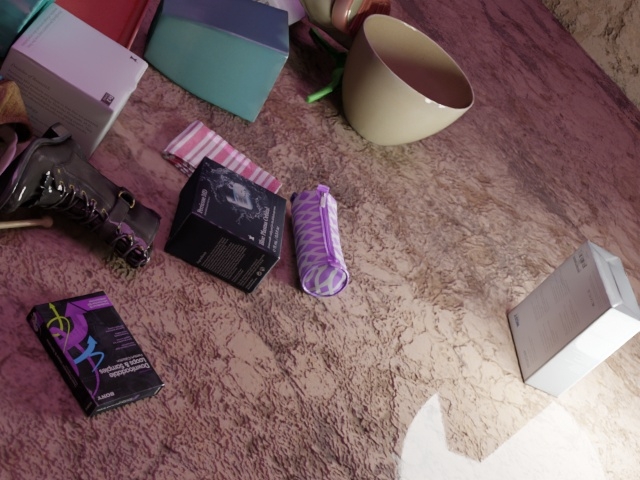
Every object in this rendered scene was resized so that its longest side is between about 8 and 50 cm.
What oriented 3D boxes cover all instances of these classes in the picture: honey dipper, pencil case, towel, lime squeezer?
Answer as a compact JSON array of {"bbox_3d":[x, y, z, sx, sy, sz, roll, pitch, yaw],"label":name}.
[{"bbox_3d":[-0.425,-0.022,1.378,0.161,0.030,0.030,-9,56,-52],"label":"honey dipper"},{"bbox_3d":[0.000,0.000,1.732,0.086,0.088,0.206,19,39,-26],"label":"pencil case"},{"bbox_3d":[-0.165,-0.125,1.768,0.197,0.029,0.144,37,32,-5],"label":"towel"},{"bbox_3d":[0.028,-0.379,2.245,0.110,0.059,0.310,28,35,-20],"label":"lime squeezer"}]

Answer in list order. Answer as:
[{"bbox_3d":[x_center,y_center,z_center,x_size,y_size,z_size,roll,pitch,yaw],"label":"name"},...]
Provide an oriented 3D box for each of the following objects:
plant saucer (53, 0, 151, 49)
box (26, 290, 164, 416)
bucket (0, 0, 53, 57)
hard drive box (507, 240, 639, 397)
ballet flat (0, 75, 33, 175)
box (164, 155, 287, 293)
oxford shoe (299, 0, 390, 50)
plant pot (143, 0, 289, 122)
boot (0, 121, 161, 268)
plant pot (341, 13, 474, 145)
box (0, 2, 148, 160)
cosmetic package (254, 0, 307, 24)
[{"bbox_3d":[-0.439,-0.457,1.840,0.258,0.048,0.259,29,44,-18],"label":"plant saucer"},{"bbox_3d":[-0.289,0.143,1.321,0.116,0.029,0.162,-13,61,-52],"label":"box"},{"bbox_3d":[-0.490,-0.431,1.581,0.183,0.281,0.281,39,32,-16],"label":"bucket"},{"bbox_3d":[0.466,0.146,1.898,0.089,0.232,0.181,25,36,-23],"label":"hard drive box"},{"bbox_3d":[-0.491,-0.116,1.375,0.124,0.116,0.342,56,26,-12],"label":"ballet flat"},{"bbox_3d":[-0.145,-0.025,1.610,0.158,0.093,0.156,27,35,-17],"label":"box"},{"bbox_3d":[0.055,-0.502,2.253,0.147,0.140,0.397,25,0,14],"label":"oxford shoe"},{"bbox_3d":[-0.199,-0.363,1.905,0.234,0.165,0.165,18,38,-18],"label":"plant pot"},{"bbox_3d":[-0.326,-0.045,1.430,0.229,0.091,0.263,44,24,-12],"label":"boot"},{"bbox_3d":[0.155,-0.312,2.167,0.284,0.191,0.284,26,36,-21],"label":"plant pot"},{"bbox_3d":[-0.392,-0.246,1.597,0.182,0.119,0.181,32,33,-13],"label":"box"},{"bbox_3d":[-0.084,-0.530,2.254,0.117,0.085,0.231,64,29,-11],"label":"cosmetic package"}]
